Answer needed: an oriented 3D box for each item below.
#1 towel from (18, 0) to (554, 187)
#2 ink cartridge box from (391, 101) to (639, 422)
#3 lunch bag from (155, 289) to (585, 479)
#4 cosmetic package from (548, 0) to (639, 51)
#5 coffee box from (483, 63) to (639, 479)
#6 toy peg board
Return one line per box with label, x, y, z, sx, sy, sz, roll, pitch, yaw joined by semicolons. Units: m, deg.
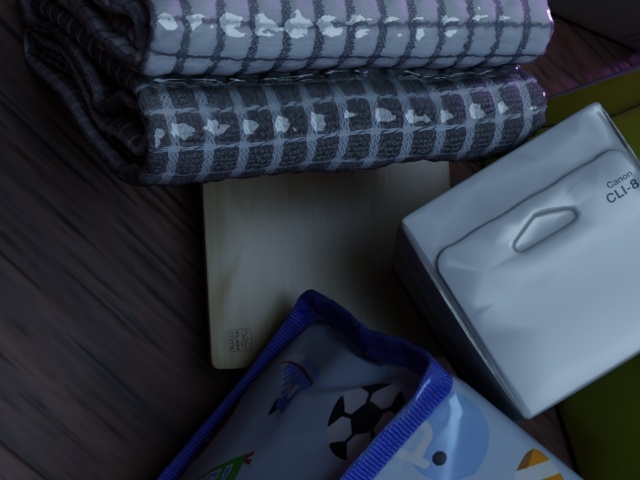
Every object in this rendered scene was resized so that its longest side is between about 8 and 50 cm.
towel;-0.035;-0.116;0.818;0.235;0.284;0.121;-7;112;-23
ink cartridge box;0.126;0.022;0.813;0.128;0.176;0.127;-32;81;-3
lunch bag;0.013;0.279;0.815;0.328;0.239;0.385;39;84;-20
cosmetic package;0.164;-0.244;0.981;0.309;0.160;0.113;17;78;-23
coffee box;0.363;0.008;0.954;0.334;0.338;0.337;-19;93;-26
toy peg board;0.000;0.000;0.938;0.161;0.079;0.161;-3;87;-10
